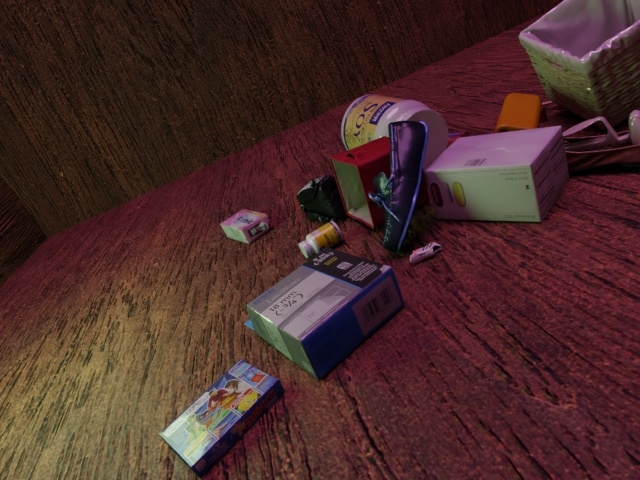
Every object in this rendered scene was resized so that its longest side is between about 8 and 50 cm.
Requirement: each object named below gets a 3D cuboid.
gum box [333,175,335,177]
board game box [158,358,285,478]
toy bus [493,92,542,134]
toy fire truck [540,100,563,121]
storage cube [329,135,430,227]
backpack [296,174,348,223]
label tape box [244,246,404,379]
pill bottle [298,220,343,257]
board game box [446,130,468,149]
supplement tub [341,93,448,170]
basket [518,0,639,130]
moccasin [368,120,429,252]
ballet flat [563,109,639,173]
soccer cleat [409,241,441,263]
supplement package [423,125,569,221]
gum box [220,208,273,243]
[{"bbox_3d":[0.080,-0.189,1.583,0.157,0.041,0.185,-39,28,-28],"label":"gum box"},{"bbox_3d":[-0.181,0.316,0.829,0.201,0.035,0.136,-40,29,-31],"label":"board game box"},{"bbox_3d":[0.565,-0.328,1.295,0.108,0.130,0.332,13,39,20],"label":"toy bus"},{"bbox_3d":[0.717,-0.436,1.504,0.192,0.047,0.135,2,35,44],"label":"toy fire truck"},{"bbox_3d":[0.168,-0.176,1.288,0.193,0.214,0.184,-24,24,-14],"label":"storage cube"},{"bbox_3d":[0.006,-0.133,1.445,0.115,0.151,0.182,-31,13,-27],"label":"backpack"},{"bbox_3d":[-0.025,0.127,0.982,0.241,0.105,0.334,-36,28,-25],"label":"label tape box"},{"bbox_3d":[0.000,0.000,1.256,0.116,0.065,0.065,-31,26,-13],"label":"pill bottle"},{"bbox_3d":[0.378,-0.347,1.650,0.282,0.027,0.145,6,40,47],"label":"board game box"},{"bbox_3d":[0.243,-0.359,1.521,0.241,0.240,0.331,-31,31,-13],"label":"supplement tub"},{"bbox_3d":[0.800,-0.529,1.237,0.332,0.266,0.328,-34,35,13],"label":"basket"},{"bbox_3d":[0.187,-0.138,1.134,0.117,0.137,0.341,11,74,7],"label":"moccasin"},{"bbox_3d":[0.681,-0.232,1.045,0.343,0.124,0.116,-1,34,40],"label":"ballet flat"},{"bbox_3d":[0.241,0.029,1.032,0.083,0.029,0.036,-28,21,-20],"label":"soccer cleat"},{"bbox_3d":[0.427,-0.159,1.098,0.262,0.145,0.204,4,36,46],"label":"supplement package"},{"bbox_3d":[-0.260,-0.051,1.586,0.107,0.062,0.189,-37,28,-25],"label":"gum box"}]
